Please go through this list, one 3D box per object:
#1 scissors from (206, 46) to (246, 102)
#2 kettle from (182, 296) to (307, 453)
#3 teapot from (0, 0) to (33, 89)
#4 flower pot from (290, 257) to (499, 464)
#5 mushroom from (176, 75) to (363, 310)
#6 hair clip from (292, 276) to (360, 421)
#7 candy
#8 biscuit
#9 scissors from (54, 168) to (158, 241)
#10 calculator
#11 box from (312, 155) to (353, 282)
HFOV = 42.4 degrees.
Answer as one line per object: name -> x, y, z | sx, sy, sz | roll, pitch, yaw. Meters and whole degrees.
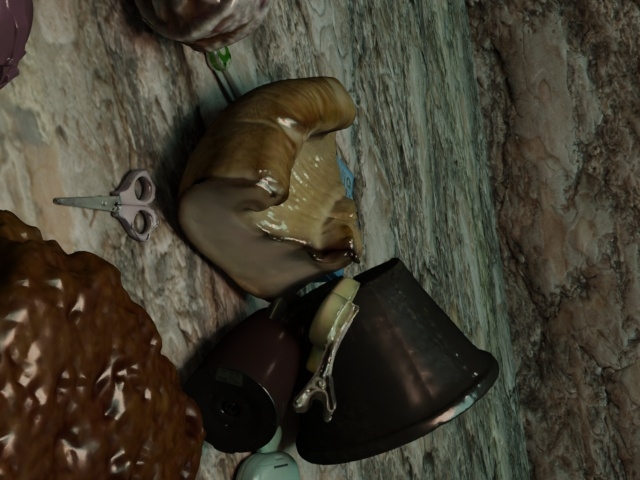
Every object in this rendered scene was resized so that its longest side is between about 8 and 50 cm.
scissors -> -0.166, -0.298, 1.326 | 0.204, 0.027, 0.101 | 64, 33, -33
kettle -> -0.095, 0.213, 1.252 | 0.232, 0.144, 0.201 | -53, 151, -61
teapot -> -0.347, -0.205, 0.770 | 0.116, 0.146, 0.148 | -31, 140, -80
flower pot -> 0.082, 0.190, 1.414 | 0.251, 0.380, 0.379 | 66, 28, -6
mushroom -> -0.078, -0.140, 1.313 | 0.314, 0.224, 0.397 | 39, 43, -39
hair clip -> 0.012, 0.159, 1.237 | 0.159, 0.071, 0.218 | 105, 3, -66
candy -> -0.162, -0.407, 1.138 | 0.157, 0.215, 0.289 | 9, 79, -68
biscuit -> -0.275, 0.207, 0.828 | 0.342, 0.167, 0.395 | -69, 145, -41
scissors -> -0.272, -0.048, 1.063 | 0.189, 0.015, 0.100 | 0, 87, -64
calculator -> -0.082, 0.442, 1.329 | 0.184, 0.042, 0.295 | 19, 69, -63
box -> -0.008, -0.052, 1.547 | 0.142, 0.083, 0.232 | 45, 45, -52
